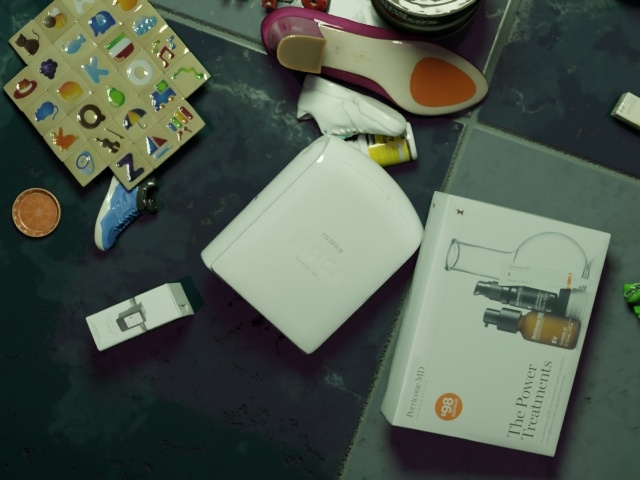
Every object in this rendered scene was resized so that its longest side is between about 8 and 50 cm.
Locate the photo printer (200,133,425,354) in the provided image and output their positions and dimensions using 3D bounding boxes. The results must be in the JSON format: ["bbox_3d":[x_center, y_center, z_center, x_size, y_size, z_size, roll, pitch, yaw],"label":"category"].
[{"bbox_3d":[0.000,0.000,1.859,0.307,0.107,0.256,-44,110,4],"label":"photo printer"}]

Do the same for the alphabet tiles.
[{"bbox_3d":[-0.360,-0.266,1.923,0.285,0.011,0.342,-41,81,5],"label":"alphabet tiles"}]

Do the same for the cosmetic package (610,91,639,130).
[{"bbox_3d":[0.537,-0.196,1.869,0.115,0.060,0.041,30,95,4],"label":"cosmetic package"}]

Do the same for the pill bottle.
[{"bbox_3d":[0.098,-0.153,1.896,0.116,0.065,0.065,-13,91,5],"label":"pill bottle"}]

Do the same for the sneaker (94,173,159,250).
[{"bbox_3d":[-0.321,-0.047,1.932,0.084,0.058,0.152,18,87,11],"label":"sneaker"}]

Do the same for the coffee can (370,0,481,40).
[{"bbox_3d":[0.168,-0.427,1.775,0.201,0.275,0.202,0,92,4],"label":"coffee can"}]

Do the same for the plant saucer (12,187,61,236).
[{"bbox_3d":[-0.486,-0.048,1.965,0.083,0.013,0.084,0,93,4],"label":"plant saucer"}]

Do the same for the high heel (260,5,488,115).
[{"bbox_3d":[0.089,-0.312,1.892,0.377,0.181,0.127,14,114,-18],"label":"high heel"}]

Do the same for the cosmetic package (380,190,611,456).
[{"bbox_3d":[0.280,0.135,1.850,0.284,0.097,0.377,12,93,-10],"label":"cosmetic package"}]

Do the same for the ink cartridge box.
[{"bbox_3d":[-0.299,0.125,1.912,0.150,0.109,0.063,-23,87,4],"label":"ink cartridge box"}]

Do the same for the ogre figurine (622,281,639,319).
[{"bbox_3d":[0.597,0.119,1.866,0.118,0.097,0.197,-44,73,22],"label":"ogre figurine"}]

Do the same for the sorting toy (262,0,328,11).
[{"bbox_3d":[-0.120,-0.440,1.864,0.274,0.132,0.046,13,59,3],"label":"sorting toy"}]

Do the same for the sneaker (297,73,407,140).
[{"bbox_3d":[0.048,-0.196,1.871,0.212,0.080,0.094,29,103,35],"label":"sneaker"}]
